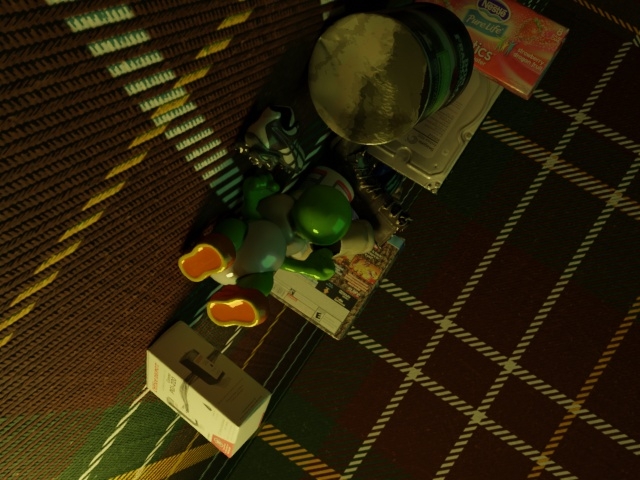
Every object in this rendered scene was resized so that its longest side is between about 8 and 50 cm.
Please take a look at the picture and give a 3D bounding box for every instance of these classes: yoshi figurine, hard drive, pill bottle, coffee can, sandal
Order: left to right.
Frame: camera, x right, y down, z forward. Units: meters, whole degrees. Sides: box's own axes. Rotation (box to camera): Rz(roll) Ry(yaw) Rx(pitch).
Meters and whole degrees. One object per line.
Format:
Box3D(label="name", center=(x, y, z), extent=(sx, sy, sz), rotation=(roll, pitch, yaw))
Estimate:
Box3D(label="yoshi figurine", center=(-0.061, -0.010, 1.144), extent=(0.362, 0.203, 0.203), rotation=(-46, 159, -55))
Box3D(label="pill bottle", center=(-0.021, -0.057, 1.386), extent=(0.180, 0.108, 0.108), rotation=(-52, 168, -20))
Box3D(label="sandal", center=(0.134, -0.129, 1.796), extent=(0.445, 0.107, 0.167), rotation=(-60, -179, 28))
Box3D(label="coffee can", center=(0.127, -0.288, 1.122), extent=(0.275, 0.202, 0.201), rotation=(-39, 160, -56))
Box3D(label="hard drive", center=(0.268, -0.311, 1.586), extent=(0.339, 0.237, 0.064), rotation=(-57, 169, 8))

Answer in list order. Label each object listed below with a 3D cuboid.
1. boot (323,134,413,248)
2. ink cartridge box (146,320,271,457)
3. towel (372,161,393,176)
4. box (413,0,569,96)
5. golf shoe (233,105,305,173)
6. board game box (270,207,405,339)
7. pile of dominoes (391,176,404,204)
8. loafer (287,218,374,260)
Box3D(label="boot", center=(0.114, -0.117, 1.420), extent=(0.091, 0.229, 0.263), rotation=(-35, 166, -27))
Box3D(label="ink cartridge box", center=(-0.209, 0.269, 1.209), extent=(0.092, 0.218, 0.158), rotation=(-42, 162, -36))
Box3D(label="towel", center=(0.196, -0.224, 1.978), extent=(0.228, 0.076, 0.308), rotation=(-32, 154, -50))
Box3D(label="box", center=(0.342, -0.433, 1.383), extent=(0.154, 0.300, 0.142), rotation=(-59, 169, 15))
Box3D(label="golf shoe", center=(-0.055, -0.158, 1.032), extent=(0.093, 0.077, 0.198), rotation=(-59, 170, 12))
Box3D(label="board game box", center=(0.036, 0.064, 1.655), extent=(0.291, 0.232, 0.141), rotation=(-56, 170, -2))
Box3D(label="pile of dominoes", center=(0.262, -0.191, 2.223), extent=(0.251, 0.040, 0.196), rotation=(-67, -174, -34))
Box3D(label="loafer", center=(0.000, 0.000, 1.487), extent=(0.092, 0.101, 0.269), rotation=(-4, 174, -42))
